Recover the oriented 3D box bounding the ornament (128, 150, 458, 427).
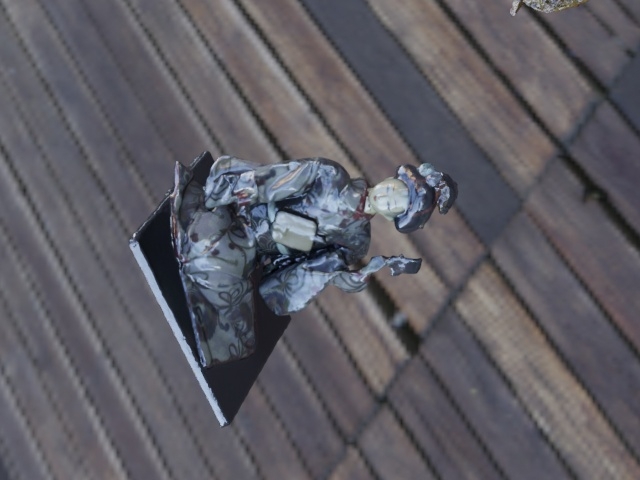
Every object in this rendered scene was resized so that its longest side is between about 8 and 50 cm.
[{"bbox_3d":[0.000,0.000,1.155,0.196,0.153,0.166,-18,111,23],"label":"ornament"}]

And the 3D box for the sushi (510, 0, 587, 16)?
[{"bbox_3d":[0.197,-0.217,1.365,0.120,0.052,0.055,-3,45,52],"label":"sushi"}]
